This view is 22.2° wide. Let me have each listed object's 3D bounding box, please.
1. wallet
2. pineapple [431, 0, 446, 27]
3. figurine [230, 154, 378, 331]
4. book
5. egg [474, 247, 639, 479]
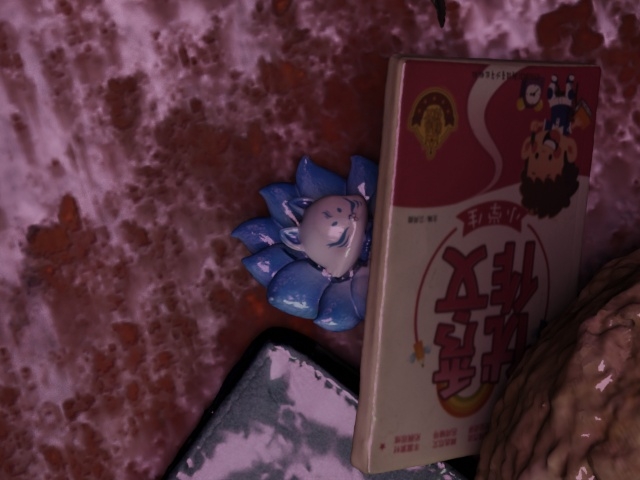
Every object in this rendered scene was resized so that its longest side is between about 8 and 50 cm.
[{"bbox_3d":[-0.063,0.249,0.994,0.191,0.046,0.379,36,97,-8],"label":"wallet"},{"bbox_3d":[-0.006,-0.220,0.889,0.251,0.125,0.125,25,97,-14],"label":"pineapple"},{"bbox_3d":[0.000,0.000,0.939,0.114,0.079,0.114,0,74,2],"label":"figurine"},{"bbox_3d":[0.091,0.012,0.932,0.162,0.022,0.231,-2,101,-39],"label":"book"},{"bbox_3d":[0.236,0.120,0.886,0.310,0.279,0.279,-22,100,4],"label":"egg"}]
